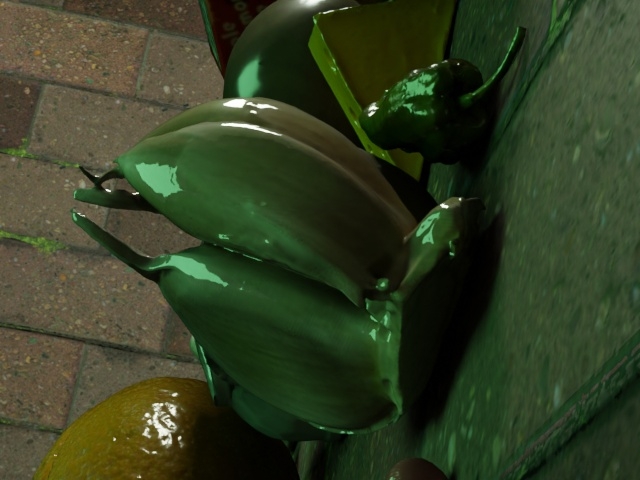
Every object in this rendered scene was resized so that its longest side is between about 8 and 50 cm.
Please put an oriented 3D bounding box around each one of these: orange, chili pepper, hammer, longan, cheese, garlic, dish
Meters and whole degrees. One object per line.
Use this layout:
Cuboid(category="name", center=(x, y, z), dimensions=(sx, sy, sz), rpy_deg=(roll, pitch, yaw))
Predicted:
Cuboid(category="orange", center=(-0.173, 0.319, 1.375), dimensions=(0.357, 0.322, 0.322), rpy_deg=(-89, 11, -53))
Cuboid(category="chili pepper", center=(0.075, -0.087, 0.858), dimensions=(0.204, 0.072, 0.073), rpy_deg=(171, 92, -78))
Cuboid(category="hammer", center=(0.051, 0.163, 0.744), dimensions=(0.043, 0.043, 0.083), rpy_deg=(-84, 5, -49))
Cuboid(category="longan", center=(-0.008, -0.154, 1.304), dimensions=(0.196, 0.197, 0.220), rpy_deg=(-88, 14, -63))
Cuboid(category="cheese", center=(0.066, -0.113, 1.091), dimensions=(0.093, 0.126, 0.171), rpy_deg=(116, 144, -78))
Cuboid(category="garlic", center=(-0.023, 0.019, 0.839), dimensions=(0.237, 0.292, 0.210), rpy_deg=(14, -86, -55))
Cuboid(category="dish", center=(-0.067, 0.084, 1.276), dimensions=(0.303, 0.120, 0.303), rpy_deg=(166, 90, -81))

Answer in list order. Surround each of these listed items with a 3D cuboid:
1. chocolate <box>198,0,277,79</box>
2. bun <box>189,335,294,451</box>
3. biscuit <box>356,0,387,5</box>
Cuboid(category="chocolate", center=(-0.036, -0.303, 1.513), dimensions=(0.237, 0.235, 0.108), rpy_deg=(81, 180, -50))
Cuboid(category="bun", center=(-0.102, 0.165, 1.799), dimensions=(0.263, 0.175, 0.263), rpy_deg=(-169, 90, -87))
Cuboid(category="biscuit", center=(0.092, -0.362, 1.116), dimensions=(0.332, 0.103, 0.332), rpy_deg=(-169, 90, -87))
